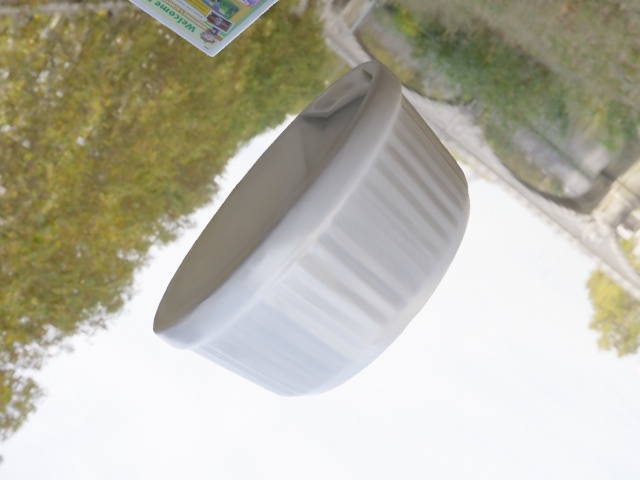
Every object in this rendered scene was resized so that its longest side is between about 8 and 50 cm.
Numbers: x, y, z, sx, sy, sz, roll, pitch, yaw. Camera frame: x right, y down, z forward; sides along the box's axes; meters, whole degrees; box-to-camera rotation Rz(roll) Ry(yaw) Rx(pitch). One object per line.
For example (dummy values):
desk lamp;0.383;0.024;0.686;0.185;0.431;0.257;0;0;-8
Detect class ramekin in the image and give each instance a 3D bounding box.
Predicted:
ramekin;0.000;0.000;0.706;0.127;0.273;0.273;39;-167;-14

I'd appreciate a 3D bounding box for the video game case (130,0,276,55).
video game case;-0.122;-0.271;0.775;0.212;0.193;0.023;31;-131;-30
